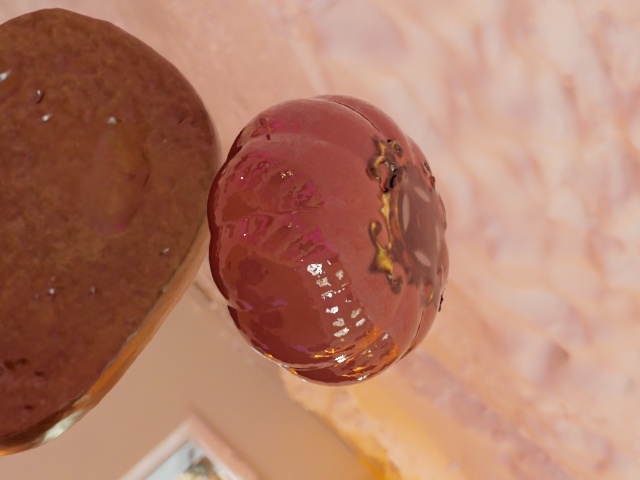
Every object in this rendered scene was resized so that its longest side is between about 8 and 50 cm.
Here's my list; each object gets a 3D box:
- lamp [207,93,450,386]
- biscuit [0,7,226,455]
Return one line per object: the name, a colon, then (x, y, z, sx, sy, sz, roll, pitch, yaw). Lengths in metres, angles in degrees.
lamp: (0.000, 0.000, 0.705, 0.140, 0.182, 0.182, -12, 128, 29)
biscuit: (-0.257, -0.019, 0.929, 0.314, 0.367, 0.063, 33, 169, 8)
